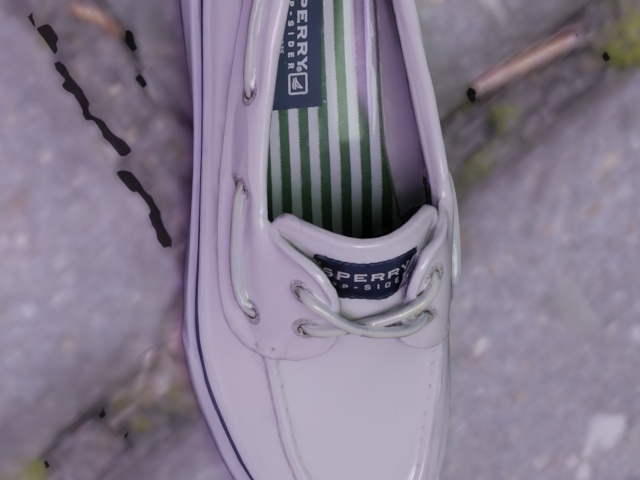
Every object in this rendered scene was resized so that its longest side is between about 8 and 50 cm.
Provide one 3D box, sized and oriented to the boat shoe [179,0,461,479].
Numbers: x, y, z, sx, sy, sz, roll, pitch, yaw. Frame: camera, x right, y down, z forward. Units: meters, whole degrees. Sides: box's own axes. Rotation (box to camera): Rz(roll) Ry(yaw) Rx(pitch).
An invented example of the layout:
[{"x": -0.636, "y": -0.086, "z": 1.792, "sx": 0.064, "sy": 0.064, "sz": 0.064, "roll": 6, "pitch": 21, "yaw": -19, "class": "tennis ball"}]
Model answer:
[{"x": 0.000, "y": 0.000, "z": 0.573, "sx": 0.083, "sy": 0.076, "sz": 0.226, "roll": -17, "pitch": 106, "yaw": -18, "class": "boat shoe"}]
